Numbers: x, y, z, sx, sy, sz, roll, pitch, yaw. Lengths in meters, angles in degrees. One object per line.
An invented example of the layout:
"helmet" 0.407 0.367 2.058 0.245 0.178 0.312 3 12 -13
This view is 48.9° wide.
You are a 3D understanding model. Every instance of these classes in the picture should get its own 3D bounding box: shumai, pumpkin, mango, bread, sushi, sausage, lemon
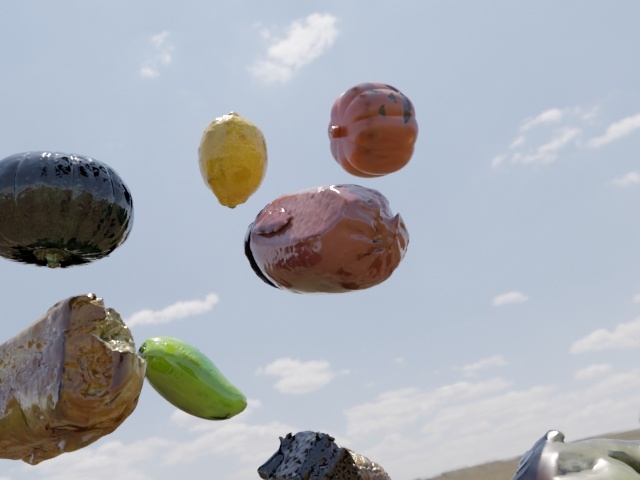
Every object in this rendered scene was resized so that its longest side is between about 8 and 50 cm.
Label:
"shumai" 0.402 0.311 0.861 0.217 0.283 0.346 -62 -19 13
"pumpkin" -0.340 -0.033 0.898 0.202 0.140 0.202 -1 -21 0
"mango" -0.245 0.265 1.338 0.233 0.125 0.111 32 -75 -9
"bread" 0.043 0.399 1.205 0.233 0.076 0.105 21 6 -26
"sushi" -0.008 0.287 0.862 0.098 0.094 0.084 -10 32 52
"sausage" 0.000 0.000 0.964 0.152 0.152 0.279 4 -6 -36
"bread" -0.377 0.213 1.024 0.148 0.195 0.344 18 -33 -40
"lemon" -0.141 -0.128 1.131 0.114 0.155 0.114 2 0 0

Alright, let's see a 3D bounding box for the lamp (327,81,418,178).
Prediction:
"lamp" 0.092 -0.212 1.363 0.163 0.188 0.187 -8 -21 -26
